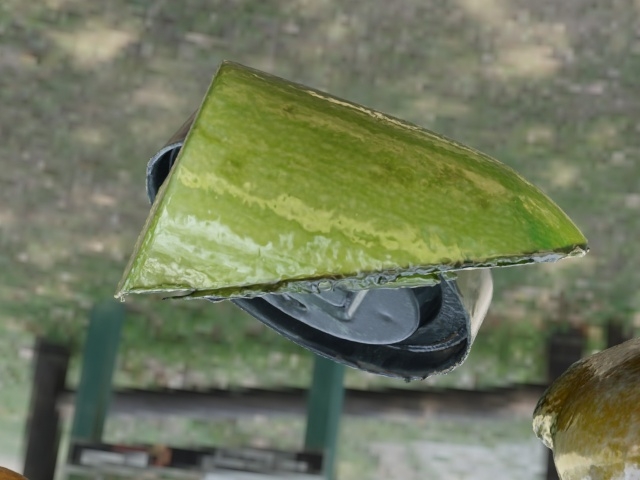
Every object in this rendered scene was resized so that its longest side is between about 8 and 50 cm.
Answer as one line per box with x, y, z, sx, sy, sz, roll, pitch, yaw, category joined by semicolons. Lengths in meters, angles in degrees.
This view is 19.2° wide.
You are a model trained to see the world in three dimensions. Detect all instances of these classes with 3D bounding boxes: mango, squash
0.242;0.128;1.242;0.193;0.146;0.316;-21;-172;-16;mango
0.029;0.010;1.413;0.309;0.210;0.233;25;173;-6;squash

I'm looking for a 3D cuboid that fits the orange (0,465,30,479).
-0.267;0.256;1.441;0.177;0.177;0.155;10;120;-6;orange

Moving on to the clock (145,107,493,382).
0.000;0.000;1.955;0.386;0.076;0.386;26;153;14;clock
